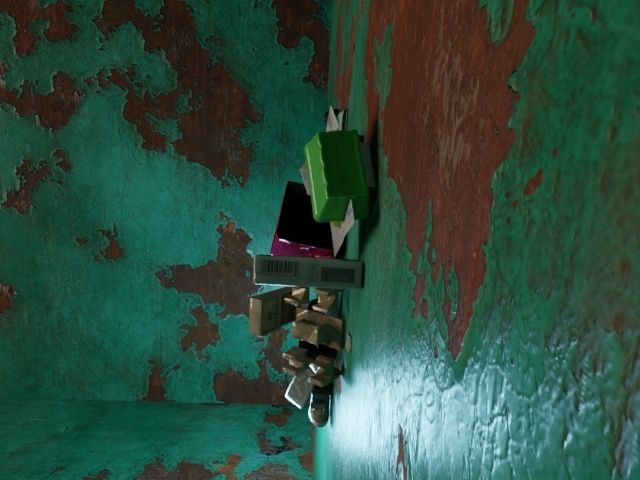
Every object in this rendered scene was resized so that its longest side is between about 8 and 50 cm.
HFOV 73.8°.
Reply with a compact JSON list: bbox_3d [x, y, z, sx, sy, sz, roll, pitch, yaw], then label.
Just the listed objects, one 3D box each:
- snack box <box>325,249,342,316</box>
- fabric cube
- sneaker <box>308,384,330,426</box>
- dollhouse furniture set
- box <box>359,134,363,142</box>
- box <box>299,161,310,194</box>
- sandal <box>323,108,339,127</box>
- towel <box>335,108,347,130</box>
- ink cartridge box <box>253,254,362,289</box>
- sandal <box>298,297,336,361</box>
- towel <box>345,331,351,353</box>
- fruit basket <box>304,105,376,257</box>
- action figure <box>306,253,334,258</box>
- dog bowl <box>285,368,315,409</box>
[{"bbox_3d":[0.054,0.163,1.869,0.322,0.060,0.187,-93,9,-62],"label":"snack box"},{"bbox_3d":[-0.058,-0.060,1.794,0.258,0.254,0.258,125,157,-68],"label":"fabric cube"},{"bbox_3d":[-0.004,0.761,2.049,0.111,0.103,0.252,94,177,-49],"label":"sneaker"},{"bbox_3d":[-0.056,0.319,1.719,0.257,0.395,0.361,-11,-73,-53],"label":"dollhouse furniture set"},{"bbox_3d":[0.089,-0.267,1.415,0.180,0.078,0.147,-112,24,-83],"label":"box"},{"bbox_3d":[0.022,-0.268,1.570,0.203,0.103,0.114,-60,-35,-39],"label":"box"},{"bbox_3d":[0.049,-0.622,2.183,0.254,0.055,0.097,-58,-27,-67],"label":"sandal"},{"bbox_3d":[0.089,-0.488,2.023,0.325,0.038,0.247,-99,13,-76],"label":"towel"},{"bbox_3d":[-0.040,0.089,1.379,0.385,0.309,0.091,-141,54,-88],"label":"ink cartridge box"},{"bbox_3d":[-0.015,0.395,1.937,0.445,0.168,0.106,-91,1,-59],"label":"sandal"},{"bbox_3d":[0.094,0.343,1.436,0.083,0.010,0.060,-168,81,-87],"label":"towel"},{"bbox_3d":[0.050,-0.147,1.211,0.353,0.166,0.326,88,174,-73],"label":"fruit basket"},{"bbox_3d":[-0.025,0.111,1.735,0.280,0.139,0.091,132,149,-69],"label":"action figure"},{"bbox_3d":[-0.063,0.643,2.097,0.348,0.102,0.349,-64,-3,-6],"label":"dog bowl"}]
